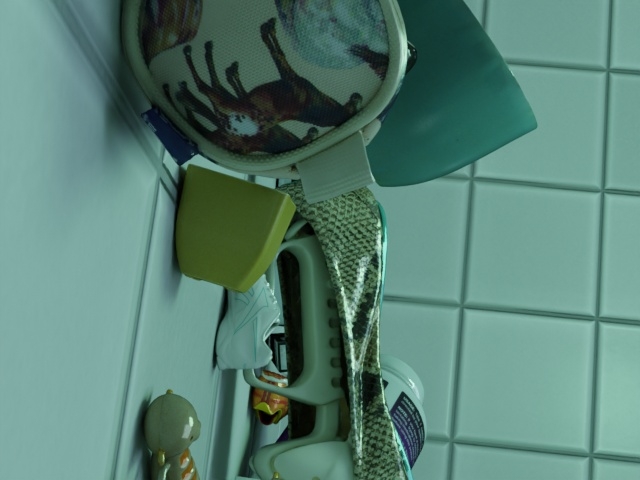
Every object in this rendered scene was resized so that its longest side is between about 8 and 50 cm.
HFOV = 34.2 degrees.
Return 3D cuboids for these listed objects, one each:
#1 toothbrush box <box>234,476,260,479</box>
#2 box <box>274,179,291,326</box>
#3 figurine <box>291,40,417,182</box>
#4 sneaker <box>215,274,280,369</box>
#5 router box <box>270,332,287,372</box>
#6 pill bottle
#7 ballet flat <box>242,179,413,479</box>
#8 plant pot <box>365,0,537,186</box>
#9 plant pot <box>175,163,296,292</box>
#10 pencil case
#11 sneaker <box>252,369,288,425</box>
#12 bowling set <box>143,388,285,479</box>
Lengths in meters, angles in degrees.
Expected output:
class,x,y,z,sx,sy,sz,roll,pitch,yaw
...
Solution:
class,x,y,z,sx,sy,sz,roll,pitch,yaw
toothbrush box,-0.068,0.448,1.196,0.283,0.122,0.206,-81,175,-61
box,0.000,0.000,1.575,0.262,0.127,0.231,-55,149,-83
figurine,0.000,-0.159,1.126,0.209,0.092,0.215,-57,163,4
sneaker,-0.069,0.065,1.080,0.053,0.061,0.152,84,11,-64
router box,-0.001,0.153,1.468,0.179,0.133,0.046,168,-81,-83
pill bottle,0.037,0.296,1.450,0.323,0.182,0.181,-48,147,-54
ballet flat,-0.004,0.166,1.154,0.164,0.182,0.482,-13,-100,52
plant pot,0.129,-0.216,1.493,0.293,0.235,0.293,55,7,-11
plant pot,-0.072,-0.004,0.819,0.081,0.081,0.083,56,51,-84
pencil case,-0.018,-0.141,0.757,0.410,0.160,0.183,-67,145,-79
sneaker,-0.068,0.224,1.445,0.175,0.064,0.067,62,48,-71
bowling set,-0.048,0.225,0.678,0.287,0.200,0.154,-86,178,-50
